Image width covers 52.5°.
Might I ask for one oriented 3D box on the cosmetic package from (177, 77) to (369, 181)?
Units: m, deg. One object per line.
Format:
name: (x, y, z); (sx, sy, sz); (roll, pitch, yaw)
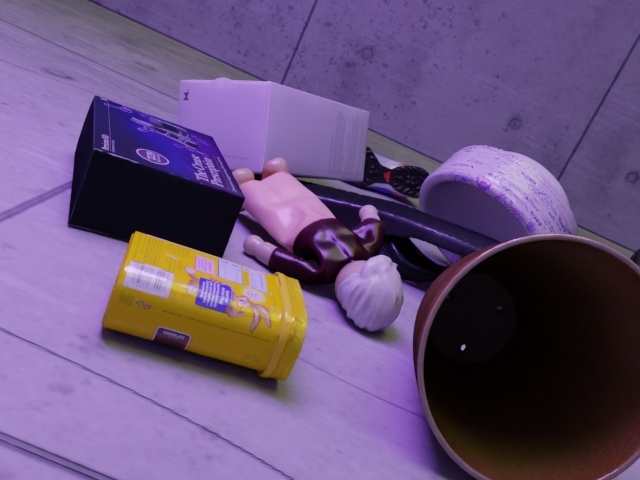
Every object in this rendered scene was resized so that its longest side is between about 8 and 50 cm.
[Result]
cosmetic package: (-0.076, -0.198, 1.217); (0.197, 0.155, 0.365); (10, 8, 31)

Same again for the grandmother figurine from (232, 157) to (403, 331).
grandmother figurine: (0.000, 0.000, 0.906); (0.208, 0.104, 0.342); (-26, 45, -18)

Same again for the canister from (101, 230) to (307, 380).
canister: (-0.107, 0.058, 0.612); (0.170, 0.073, 0.126); (19, 17, -15)

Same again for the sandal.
sandal: (0.107, -0.008, 1.118); (0.445, 0.107, 0.167); (17, 14, 18)

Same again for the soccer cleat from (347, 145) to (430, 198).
soccer cleat: (0.130, -0.179, 1.682); (0.318, 0.109, 0.116); (15, -3, -23)

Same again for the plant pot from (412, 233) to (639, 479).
plant pot: (0.196, 0.103, 0.697); (0.237, 0.237, 0.254); (24, 3, -4)

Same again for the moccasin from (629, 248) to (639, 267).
moccasin: (0.937, 0.113, 1.844); (0.147, 0.139, 0.380); (31, 18, 17)

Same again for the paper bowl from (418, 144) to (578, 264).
paper bowl: (0.328, -0.046, 1.173); (0.284, 0.148, 0.284); (42, -22, 21)

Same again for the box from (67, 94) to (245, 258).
box: (-0.221, -0.087, 0.852); (0.184, 0.103, 0.261); (14, 19, -25)
